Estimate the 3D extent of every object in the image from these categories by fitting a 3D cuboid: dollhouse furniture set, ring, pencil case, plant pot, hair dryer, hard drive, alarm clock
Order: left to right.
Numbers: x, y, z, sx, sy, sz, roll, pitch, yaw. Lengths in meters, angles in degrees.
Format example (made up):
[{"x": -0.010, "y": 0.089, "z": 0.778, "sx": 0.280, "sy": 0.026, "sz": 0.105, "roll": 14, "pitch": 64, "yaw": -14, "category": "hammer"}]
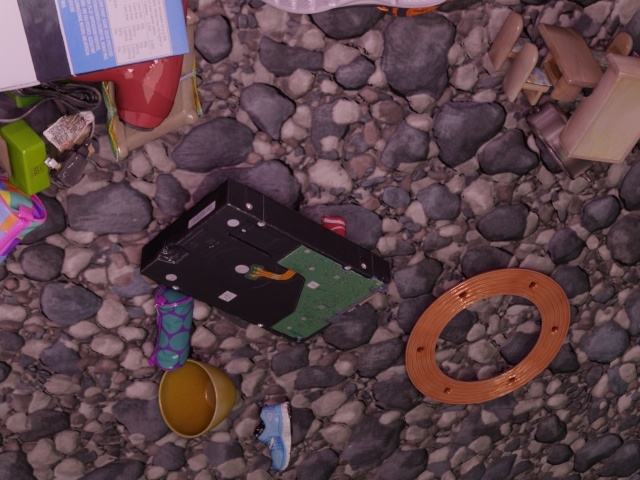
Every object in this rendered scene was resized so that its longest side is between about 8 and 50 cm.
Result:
[{"x": -0.509, "y": 0.014, "z": 1.549, "sx": 0.104, "sy": 0.104, "sz": 0.236, "roll": 33, "pitch": 109, "yaw": -35, "category": "pencil case"}, {"x": -0.326, "y": -0.223, "z": 1.455, "sx": 0.302, "sy": 0.151, "sz": 0.197, "roll": -31, "pitch": 143, "yaw": -33, "category": "dollhouse furniture set"}, {"x": -0.266, "y": -0.208, "z": 1.323, "sx": 0.293, "sy": 0.080, "sz": 0.223, "roll": -47, "pitch": 149, "yaw": -12, "category": "hair dryer"}, {"x": -0.250, "y": 0.145, "z": 1.757, "sx": 0.070, "sy": 0.064, "sz": 0.151, "roll": -14, "pitch": 130, "yaw": -30, "category": "pencil case"}, {"x": -0.203, "y": 0.273, "z": 1.842, "sx": 0.134, "sy": 0.134, "sz": 0.095, "roll": -53, "pitch": 152, "yaw": 21, "category": "plant pot"}, {"x": -0.085, "y": 0.042, "z": 1.691, "sx": 0.339, "sy": 0.064, "sz": 0.237, "roll": 27, "pitch": 135, "yaw": -31, "category": "hard drive"}, {"x": 0.317, "y": 0.182, "z": 2.004, "sx": 0.337, "sy": 0.032, "sz": 0.336, "roll": -9, "pitch": 127, "yaw": -12, "category": "ring"}, {"x": 0.381, "y": -0.178, "z": 1.701, "sx": 0.064, "sy": 0.129, "sz": 0.192, "roll": -40, "pitch": 107, "yaw": 11, "category": "alarm clock"}, {"x": 0.405, "y": -0.259, "z": 1.564, "sx": 0.212, "sy": 0.242, "sz": 0.161, "roll": 5, "pitch": 136, "yaw": -22, "category": "dollhouse furniture set"}]

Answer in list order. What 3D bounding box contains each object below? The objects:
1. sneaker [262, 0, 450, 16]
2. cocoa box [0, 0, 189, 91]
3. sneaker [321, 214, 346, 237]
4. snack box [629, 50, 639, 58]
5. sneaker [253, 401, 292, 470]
[{"x": 0.047, "y": -0.357, "z": 1.448, "sx": 0.321, "sy": 0.180, "sz": 0.124, "roll": 10, "pitch": 96, "yaw": 12, "category": "sneaker"}, {"x": -0.298, "y": -0.358, "z": 1.182, "sx": 0.228, "sy": 0.347, "sz": 0.231, "roll": -13, "pitch": 128, "yaw": -10, "category": "cocoa box"}, {"x": 0.000, "y": 0.000, "z": 1.758, "sx": 0.042, "sy": 0.067, "sz": 0.118, "roll": 29, "pitch": 142, "yaw": -36, "category": "sneaker"}, {"x": 0.575, "y": -0.261, "z": 1.768, "sx": 0.178, "sy": 0.022, "sz": 0.064, "roll": 15, "pitch": 120, "yaw": -28, "category": "snack box"}, {"x": -0.090, "y": 0.369, "z": 1.995, "sx": 0.073, "sy": 0.063, "sz": 0.162, "roll": 1, "pitch": 122, "yaw": 1, "category": "sneaker"}]
